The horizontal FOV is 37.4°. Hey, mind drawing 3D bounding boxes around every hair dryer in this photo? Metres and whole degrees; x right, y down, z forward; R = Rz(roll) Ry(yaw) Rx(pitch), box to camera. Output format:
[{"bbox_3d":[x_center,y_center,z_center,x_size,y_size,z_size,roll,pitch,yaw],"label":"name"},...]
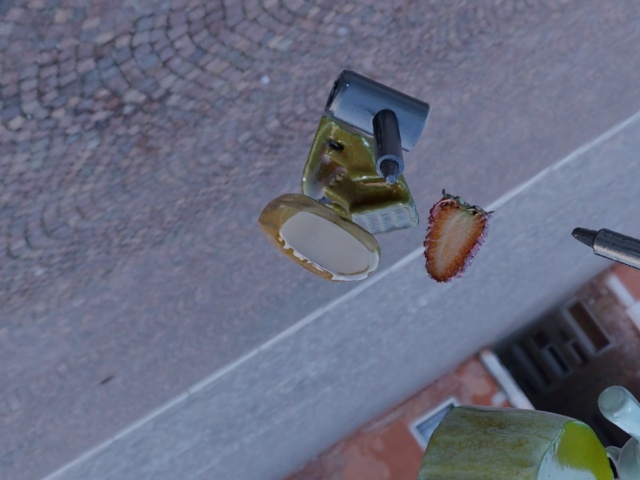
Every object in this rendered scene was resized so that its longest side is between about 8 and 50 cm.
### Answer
[{"bbox_3d":[0.394,0.015,1.031,0.070,0.248,0.114,-27,131,-42],"label":"hair dryer"},{"bbox_3d":[0.068,-0.133,1.157,0.255,0.128,0.070,-83,-162,-65],"label":"hair dryer"}]

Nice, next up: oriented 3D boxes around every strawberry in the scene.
[{"bbox_3d":[0.309,0.000,2.208,0.087,0.167,0.208,28,92,-55],"label":"strawberry"}]

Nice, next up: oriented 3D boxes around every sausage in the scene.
[{"bbox_3d":[0.000,-0.001,1.736,0.120,0.241,0.136,-60,-167,2],"label":"sausage"}]

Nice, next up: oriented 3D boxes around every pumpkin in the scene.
[{"bbox_3d":[0.320,0.410,1.474,0.332,0.332,0.199,-20,-176,-44],"label":"pumpkin"}]

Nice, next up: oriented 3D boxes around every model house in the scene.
[{"bbox_3d":[0.092,-0.114,1.975,0.173,0.239,0.268,-52,156,-13],"label":"model house"}]

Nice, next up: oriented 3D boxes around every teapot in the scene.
[{"bbox_3d":[0.578,0.332,1.547,0.220,0.149,0.318,-13,148,10],"label":"teapot"}]
